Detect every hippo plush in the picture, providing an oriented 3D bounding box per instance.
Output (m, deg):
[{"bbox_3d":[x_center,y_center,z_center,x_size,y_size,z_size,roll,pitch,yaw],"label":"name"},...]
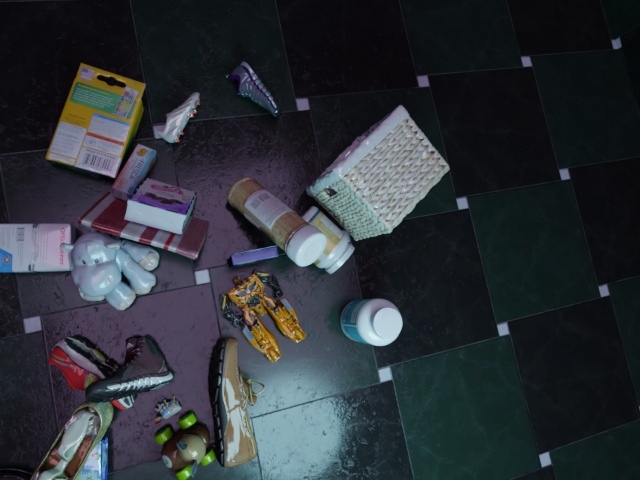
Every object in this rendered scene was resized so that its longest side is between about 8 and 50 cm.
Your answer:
[{"bbox_3d":[-0.594,0.054,1.341,0.235,0.236,0.293,-2,83,-14],"label":"hippo plush"}]

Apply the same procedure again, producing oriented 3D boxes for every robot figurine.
[{"bbox_3d":[-0.185,0.232,1.500,0.211,0.085,0.291,-37,92,-17],"label":"robot figurine"}]

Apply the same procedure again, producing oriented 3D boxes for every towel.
[{"bbox_3d":[-0.509,-0.046,1.392,0.329,0.237,0.037,18,112,-11],"label":"towel"}]

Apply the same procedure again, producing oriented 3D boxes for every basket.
[{"bbox_3d":[0.180,-0.208,1.538,0.266,0.328,0.331,46,74,-9],"label":"basket"}]

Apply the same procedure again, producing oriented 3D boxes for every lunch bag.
[{"bbox_3d":[-0.671,0.644,1.312,0.129,0.096,0.151,-4,73,-15],"label":"lunch bag"}]

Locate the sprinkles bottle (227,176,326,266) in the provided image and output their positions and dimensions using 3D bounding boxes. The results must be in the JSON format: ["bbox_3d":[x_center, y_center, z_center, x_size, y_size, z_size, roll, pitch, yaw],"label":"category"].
[{"bbox_3d":[-0.140,-0.066,1.446,0.121,0.121,0.355,-41,58,-16],"label":"sprinkles bottle"}]

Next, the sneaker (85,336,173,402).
[{"bbox_3d":[-0.554,0.355,1.322,0.107,0.281,0.162,-29,72,16],"label":"sneaker"}]

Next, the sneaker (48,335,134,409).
[{"bbox_3d":[-0.666,0.401,1.362,0.279,0.107,0.118,44,94,-4],"label":"sneaker"}]

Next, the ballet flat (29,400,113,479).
[{"bbox_3d":[-0.673,0.578,1.218,0.123,0.123,0.348,30,68,-9],"label":"ballet flat"}]

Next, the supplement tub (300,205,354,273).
[{"bbox_3d":[0.000,0.000,1.550,0.200,0.144,0.144,43,74,-5],"label":"supplement tub"}]

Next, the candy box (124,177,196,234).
[{"bbox_3d":[-0.478,-0.108,1.416,0.165,0.196,0.070,15,114,-12],"label":"candy box"}]

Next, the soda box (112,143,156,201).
[{"bbox_3d":[-0.576,-0.210,1.450,0.063,0.058,0.183,22,59,-10],"label":"soda box"}]

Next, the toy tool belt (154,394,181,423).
[{"bbox_3d":[-0.470,0.510,1.412,0.083,0.052,0.051,-29,59,-19],"label":"toy tool belt"}]

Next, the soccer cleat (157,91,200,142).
[{"bbox_3d":[-0.462,-0.413,1.532,0.076,0.068,0.196,28,79,-6],"label":"soccer cleat"}]

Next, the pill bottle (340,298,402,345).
[{"bbox_3d":[0.166,0.260,1.494,0.146,0.264,0.146,2,82,-14],"label":"pill bottle"}]

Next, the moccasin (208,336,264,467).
[{"bbox_3d":[-0.254,0.484,1.423,0.147,0.139,0.379,-4,79,-29],"label":"moccasin"}]

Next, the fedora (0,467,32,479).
[{"bbox_3d":[-0.867,0.784,1.212,0.334,0.152,0.333,2,81,-14],"label":"fedora"}]

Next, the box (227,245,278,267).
[{"bbox_3d":[-0.212,0.053,1.446,0.137,0.225,0.036,-11,86,-15],"label":"box"}]

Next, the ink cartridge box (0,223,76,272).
[{"bbox_3d":[-0.827,0.023,1.366,0.191,0.082,0.139,0,83,-16],"label":"ink cartridge box"}]

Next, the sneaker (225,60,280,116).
[{"bbox_3d":[-0.229,-0.502,1.610,0.098,0.083,0.223,-35,87,4],"label":"sneaker"}]

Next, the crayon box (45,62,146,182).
[{"bbox_3d":[-0.687,-0.361,1.456,0.203,0.083,0.322,16,79,-12],"label":"crayon box"}]

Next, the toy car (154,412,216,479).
[{"bbox_3d":[-0.388,0.610,1.340,0.149,0.188,0.155,-30,90,-17],"label":"toy car"}]
